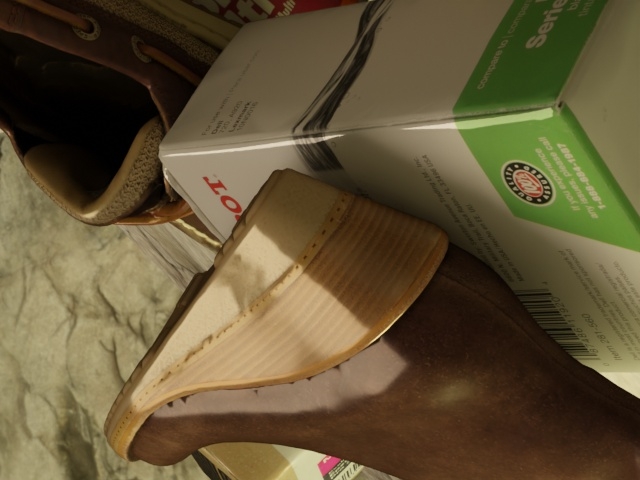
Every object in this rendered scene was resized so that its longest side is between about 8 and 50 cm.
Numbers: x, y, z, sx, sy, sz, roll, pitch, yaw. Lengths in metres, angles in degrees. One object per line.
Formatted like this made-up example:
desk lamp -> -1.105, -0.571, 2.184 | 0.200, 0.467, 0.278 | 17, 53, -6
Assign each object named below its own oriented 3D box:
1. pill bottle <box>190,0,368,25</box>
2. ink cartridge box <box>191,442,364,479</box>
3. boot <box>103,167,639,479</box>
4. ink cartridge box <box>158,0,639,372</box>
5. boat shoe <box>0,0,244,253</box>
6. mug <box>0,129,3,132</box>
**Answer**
pill bottle -> -0.086, -0.154, 0.985 | 0.221, 0.121, 0.121 | 39, 176, -35
ink cartridge box -> 0.019, 0.077, 1.263 | 0.088, 0.234, 0.193 | 43, 171, 15
boot -> 0.024, 0.085, 0.840 | 0.207, 0.090, 0.248 | 34, 146, -4
ink cartridge box -> 0.064, -0.024, 0.830 | 0.219, 0.092, 0.160 | -2, 137, 42
boat shoe -> -0.097, -0.056, 0.910 | 0.123, 0.123, 0.342 | -14, 139, 32
mug -> -0.279, -0.169, 1.119 | 0.276, 0.374, 0.328 | 19, 163, 29
